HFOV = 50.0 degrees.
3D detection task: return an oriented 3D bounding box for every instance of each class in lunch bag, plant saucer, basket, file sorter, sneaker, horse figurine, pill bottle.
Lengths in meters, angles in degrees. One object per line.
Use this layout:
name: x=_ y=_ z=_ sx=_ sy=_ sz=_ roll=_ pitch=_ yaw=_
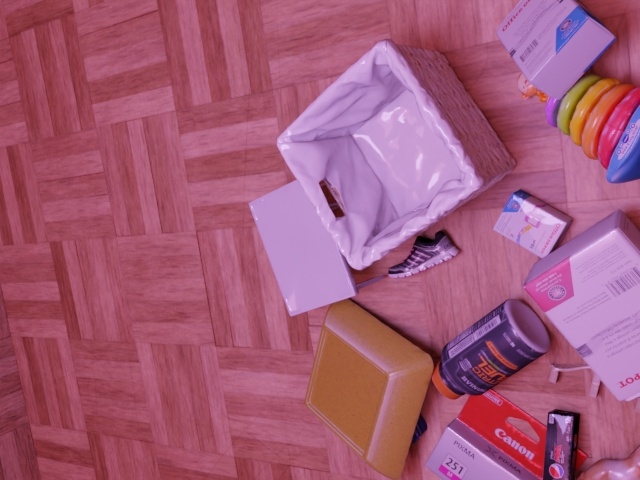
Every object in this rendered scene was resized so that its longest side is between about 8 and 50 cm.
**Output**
lunch bag: x=0.200 y=0.431 z=1.611 sx=0.067 sy=0.065 sz=0.098 roll=-35 pitch=81 yaw=34
plant saucer: x=0.082 y=0.343 z=1.604 sx=0.333 sy=0.081 sz=0.332 roll=32 pitch=118 yaw=42
basket: x=0.154 y=-0.171 z=1.384 sx=0.331 sy=0.266 sz=0.328 roll=-37 pitch=80 yaw=33
file sorter: x=0.000 y=0.000 z=1.579 sx=0.193 sy=0.173 sz=0.277 roll=-22 pitch=88 yaw=36
sneaker: x=0.217 y=0.030 z=1.512 sx=0.170 sy=0.063 sz=0.074 roll=-26 pitch=86 yaw=30
horse figurine: x=0.607 y=0.483 z=1.356 sx=0.263 sy=0.066 sz=0.174 roll=-28 pitch=87 yaw=34
pill bottle: x=0.344 y=0.238 z=1.435 sx=0.245 sy=0.130 sz=0.130 roll=-45 pitch=76 yaw=33

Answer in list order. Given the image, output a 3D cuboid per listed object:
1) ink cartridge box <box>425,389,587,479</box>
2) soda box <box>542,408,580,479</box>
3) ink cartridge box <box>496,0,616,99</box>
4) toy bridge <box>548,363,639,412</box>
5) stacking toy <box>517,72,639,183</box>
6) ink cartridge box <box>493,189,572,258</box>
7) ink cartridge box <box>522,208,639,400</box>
ink cartridge box: x=0.397 y=0.482 z=1.499 sx=0.275 sy=0.060 sz=0.239 roll=33 pitch=118 yaw=23
soda box: x=0.490 y=0.435 z=1.401 sx=0.053 sy=0.060 sz=0.169 roll=4 pitch=86 yaw=33
ink cartridge box: x=0.411 y=-0.365 z=1.222 sx=0.139 sy=0.082 sz=0.190 roll=-51 pitch=30 yaw=31
toy bridge: x=0.551 y=0.281 z=1.370 sx=0.188 sy=0.026 sz=0.063 roll=17 pitch=107 yaw=30
stacking toy: x=0.477 y=-0.243 z=1.245 sx=0.302 sy=0.166 sz=0.175 roll=40 pitch=124 yaw=36
ink cartridge box: x=0.422 y=-0.032 z=1.368 sx=0.122 sy=0.052 sz=0.088 roll=33 pitch=117 yaw=22
ink cartridge box: x=0.547 y=0.121 z=1.254 sx=0.283 sy=0.117 sz=0.207 roll=50 pitch=123 yaw=0
